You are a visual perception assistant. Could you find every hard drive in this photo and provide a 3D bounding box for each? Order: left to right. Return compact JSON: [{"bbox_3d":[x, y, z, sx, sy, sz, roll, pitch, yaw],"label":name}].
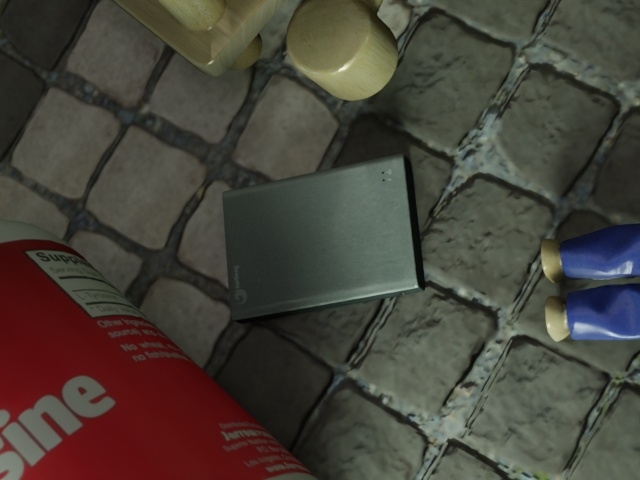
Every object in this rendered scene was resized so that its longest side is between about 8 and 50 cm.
[{"bbox_3d":[0.000,0.000,0.901,0.135,0.022,0.094,-11,72,19],"label":"hard drive"}]

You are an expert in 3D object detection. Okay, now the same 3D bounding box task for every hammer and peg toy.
[{"bbox_3d":[-0.039,-0.252,0.930,0.361,0.127,0.266,39,90,26],"label":"hammer and peg toy"}]

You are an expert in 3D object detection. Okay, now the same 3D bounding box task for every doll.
[{"bbox_3d":[0.230,0.014,0.794,0.189,0.046,0.129,-6,74,20],"label":"doll"}]

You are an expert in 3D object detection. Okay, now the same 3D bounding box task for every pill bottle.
[{"bbox_3d":[-0.183,0.135,0.823,0.407,0.229,0.229,39,92,26],"label":"pill bottle"}]
